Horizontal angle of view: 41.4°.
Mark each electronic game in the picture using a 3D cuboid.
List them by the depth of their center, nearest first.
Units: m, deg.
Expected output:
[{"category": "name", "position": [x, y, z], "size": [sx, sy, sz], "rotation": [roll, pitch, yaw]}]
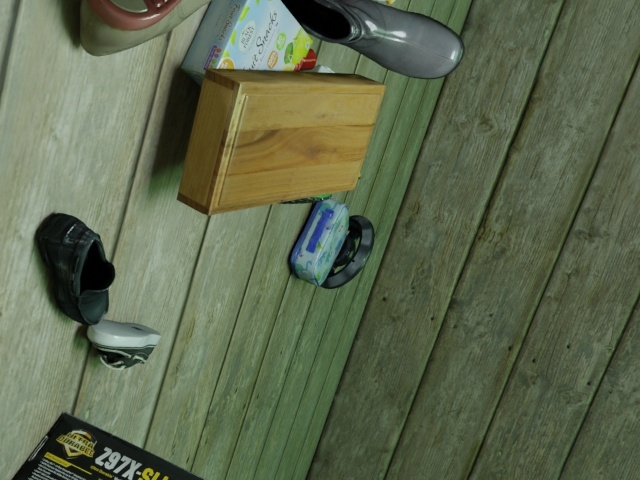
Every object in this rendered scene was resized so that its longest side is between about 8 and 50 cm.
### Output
[{"category": "electronic game", "position": [0.061, 0.031, 2.352], "size": [0.048, 0.229, 0.229], "rotation": [34, 73, -32]}]

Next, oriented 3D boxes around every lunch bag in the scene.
[{"category": "lunch bag", "position": [0.000, 0.000, 2.250], "size": [0.176, 0.090, 0.219], "rotation": [72, 42, -71]}]

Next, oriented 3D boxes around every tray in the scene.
[{"category": "tray", "position": [-0.047, -0.167, 1.378], "size": [0.411, 0.076, 0.202], "rotation": [-14, 125, -54]}]

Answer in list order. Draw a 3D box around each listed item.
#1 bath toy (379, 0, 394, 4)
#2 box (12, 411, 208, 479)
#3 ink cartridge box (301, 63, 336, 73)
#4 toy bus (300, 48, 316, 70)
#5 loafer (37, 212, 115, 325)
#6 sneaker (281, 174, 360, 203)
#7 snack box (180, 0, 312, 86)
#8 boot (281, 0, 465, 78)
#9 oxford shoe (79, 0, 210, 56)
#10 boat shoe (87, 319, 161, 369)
[{"category": "bath toy", "position": [0.083, -0.499, 1.471], "size": [0.151, 0.129, 0.348], "rotation": [-43, -161, 19]}, {"category": "box", "position": [-0.307, 0.425, 1.215], "size": [0.079, 0.322, 0.257], "rotation": [95, 21, -48]}, {"category": "ink cartridge box", "position": [-0.005, -0.223, 1.714], "size": [0.093, 0.154, 0.212], "rotation": [-1, -121, 59]}, {"category": "toy bus", "position": [-0.076, -0.239, 1.522], "size": [0.191, 0.104, 0.202], "rotation": [-43, 121, -21]}, {"category": "loafer", "position": [-0.313, 0.052, 1.131], "size": [0.223, 0.078, 0.076], "rotation": [93, 23, -54]}, {"category": "sneaker", "position": [-0.028, -0.169, 1.873], "size": [0.343, 0.134, 0.146], "rotation": [-38, 122, -58]}, {"category": "snack box", "position": [-0.110, -0.292, 1.328], "size": [0.207, 0.070, 0.174], "rotation": [35, 77, -61]}, {"category": "boot", "position": [0.074, -0.359, 1.464], "size": [0.223, 0.338, 0.118], "rotation": [-43, 152, -68]}, {"category": "oxford shoe", "position": [-0.167, -0.339, 1.033], "size": [0.348, 0.123, 0.130], "rotation": [-43, -175, -36]}, {"category": "boat shoe", "position": [-0.310, 0.170, 1.333], "size": [0.219, 0.078, 0.070], "rotation": [41, 70, -78]}]
